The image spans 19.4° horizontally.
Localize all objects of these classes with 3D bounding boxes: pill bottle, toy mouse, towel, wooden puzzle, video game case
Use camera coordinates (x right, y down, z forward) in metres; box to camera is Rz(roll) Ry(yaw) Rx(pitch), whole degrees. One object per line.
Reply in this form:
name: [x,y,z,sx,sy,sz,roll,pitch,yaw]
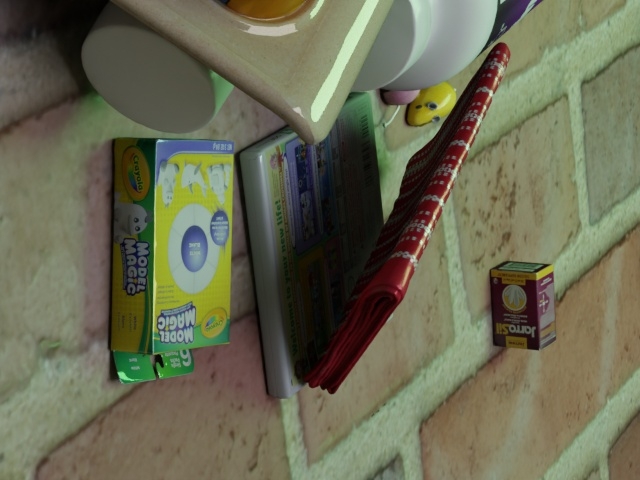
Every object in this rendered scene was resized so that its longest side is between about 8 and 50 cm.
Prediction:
pill bottle: [-0.075,-0.191,1.326,0.229,0.131,0.131,-64,143,-34]
toy mouse: [0.092,-0.169,1.718,0.161,0.031,0.143,-46,131,-48]
towel: [0.072,-0.017,1.548,0.275,0.031,0.199,-64,-177,-33]
wooden puzzle: [-0.064,-0.280,1.235,0.348,0.080,0.322,37,55,-16]
pill bottle: [0.093,-0.239,1.563,0.323,0.181,0.181,-42,128,-50]
video game case: [0.000,0.000,1.585,0.193,0.023,0.212,-34,122,-55]

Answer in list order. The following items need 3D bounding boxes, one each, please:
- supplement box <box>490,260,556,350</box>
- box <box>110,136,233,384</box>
supplement box: [0.208,0.066,1.924,0.043,0.055,0.083,-24,113,-56]
box: [-0.109,0.014,1.379,0.105,0.043,0.179,-5,99,-60]
